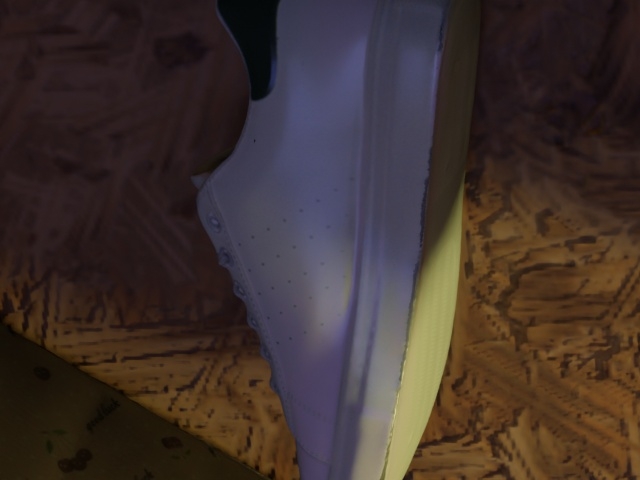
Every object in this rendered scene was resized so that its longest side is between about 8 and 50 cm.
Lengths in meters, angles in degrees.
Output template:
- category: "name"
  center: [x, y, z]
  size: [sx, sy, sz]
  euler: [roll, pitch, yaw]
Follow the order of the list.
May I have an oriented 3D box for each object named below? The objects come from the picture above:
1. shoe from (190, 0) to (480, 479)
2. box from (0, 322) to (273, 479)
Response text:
- category: "shoe"
  center: [0.000, 0.000, 0.802]
  size: [0.110, 0.095, 0.265]
  euler: [15, 117, 13]
- category: "box"
  center: [-0.109, 0.221, 0.897]
  size: [0.297, 0.190, 0.225]
  euler: [32, 123, -3]
